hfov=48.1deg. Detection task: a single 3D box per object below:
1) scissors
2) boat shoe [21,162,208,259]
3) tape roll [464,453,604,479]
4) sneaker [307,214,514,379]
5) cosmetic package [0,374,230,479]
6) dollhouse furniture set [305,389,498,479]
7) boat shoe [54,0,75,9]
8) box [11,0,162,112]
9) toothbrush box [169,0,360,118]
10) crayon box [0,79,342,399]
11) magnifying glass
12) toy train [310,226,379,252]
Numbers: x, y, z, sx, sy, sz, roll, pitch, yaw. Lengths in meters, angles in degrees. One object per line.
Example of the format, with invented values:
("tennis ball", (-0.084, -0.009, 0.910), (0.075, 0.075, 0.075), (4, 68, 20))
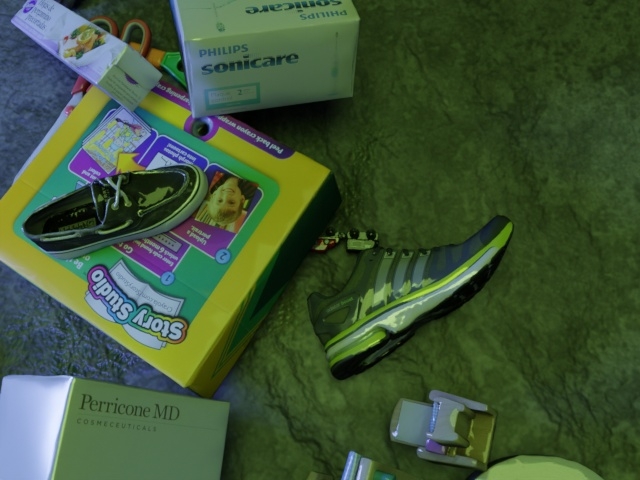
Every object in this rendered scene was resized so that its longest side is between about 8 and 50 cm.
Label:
("scissors", (-0.343, -0.198, 1.039), (0.108, 0.021, 0.297), (21, 80, 9))
("boat shoe", (-0.241, -0.039, 0.846), (0.219, 0.070, 0.078), (-23, 68, 1))
("tape roll", (0.248, 0.357, 0.815), (0.219, 0.072, 0.219), (-1, 73, 3))
("sneaker", (0.113, 0.045, 0.906), (0.299, 0.111, 0.121), (-32, 69, -9))
("cosmetic package", (-0.242, 0.344, 0.753), (0.156, 0.217, 0.385), (-7, 72, 42))
("dollhouse furniture set", (0.016, 0.260, 0.709), (0.198, 0.303, 0.287), (5, 71, 31))
("boat shoe", (-0.366, -0.487, 1.107), (0.102, 0.092, 0.285), (12, 75, 40))
("box", (-0.323, -0.261, 0.965), (0.063, 0.067, 0.324), (-51, 47, -3))
("toothbrush box", (-0.090, -0.317, 0.959), (0.216, 0.126, 0.296), (-10, 52, -11))
("crayon box", (-0.208, -0.026, 0.933), (0.362, 0.106, 0.313), (30, 78, 18))
("magnifying glass", (-0.209, -0.259, 1.060), (0.230, 0.026, 0.092), (18, 75, 11))
("toy train", (0.000, 0.000, 0.967), (0.158, 0.027, 0.036), (3, 83, 5))
